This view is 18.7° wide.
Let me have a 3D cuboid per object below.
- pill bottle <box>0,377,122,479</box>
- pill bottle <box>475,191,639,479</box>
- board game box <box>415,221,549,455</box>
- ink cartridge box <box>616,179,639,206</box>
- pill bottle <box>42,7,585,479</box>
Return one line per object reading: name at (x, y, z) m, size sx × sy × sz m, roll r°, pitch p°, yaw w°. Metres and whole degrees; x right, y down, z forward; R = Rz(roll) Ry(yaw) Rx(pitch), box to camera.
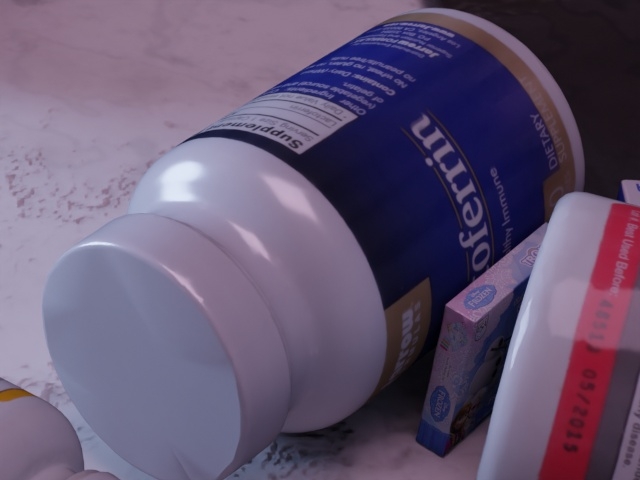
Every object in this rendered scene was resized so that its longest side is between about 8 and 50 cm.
pill bottle at (-0.174, 0.103, 0.812) m, size 0.208 × 0.117 × 0.117 m, roll 24°, pitch 40°, yaw 19°
pill bottle at (0.235, 0.100, 0.845) m, size 0.319 × 0.176 × 0.176 m, roll 15°, pitch 38°, yaw 9°
board game box at (0.086, 0.048, 0.952) m, size 0.020 × 0.090 × 0.090 m, roll 30°, pitch 43°, yaw 25°
ink cartridge box at (0.249, 0.025, 1.005) m, size 0.207 × 0.097 × 0.046 m, roll 4°, pitch 38°, yaw -6°
pill bottle at (0.000, 0.000, 0.947) m, size 0.153 × 0.153 × 0.265 m, roll 30°, pitch 44°, yaw 26°
